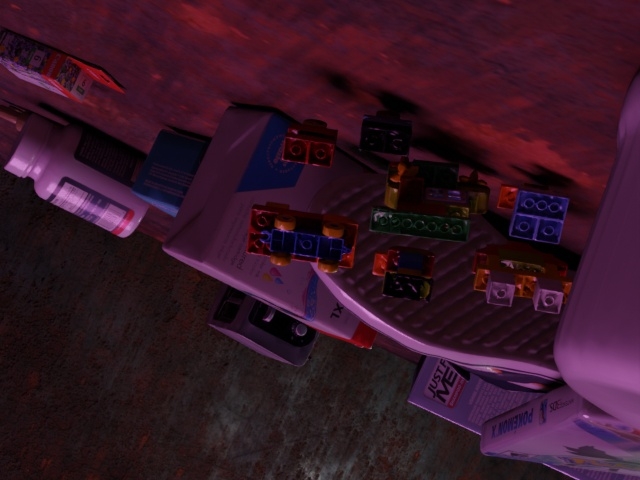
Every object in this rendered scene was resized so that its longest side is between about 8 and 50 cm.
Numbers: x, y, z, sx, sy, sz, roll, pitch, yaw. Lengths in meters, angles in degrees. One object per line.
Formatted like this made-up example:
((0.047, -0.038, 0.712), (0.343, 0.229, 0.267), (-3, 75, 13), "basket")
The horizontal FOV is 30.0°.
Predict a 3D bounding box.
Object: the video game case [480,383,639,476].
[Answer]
((0.327, 0.172, 0.991), (0.328, 0.036, 0.300), (9, 164, -4), "video game case")

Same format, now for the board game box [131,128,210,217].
((0.004, 0.006, 1.265), (0.253, 0.079, 0.336), (19, 171, 42), "board game box")

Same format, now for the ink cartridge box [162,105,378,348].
((0.000, 0.000, 0.998), (0.231, 0.134, 0.078), (29, 172, -34), "ink cartridge box")

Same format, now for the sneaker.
((0.125, 0.050, 0.969), (0.321, 0.126, 0.127), (24, 168, -8), "sneaker")

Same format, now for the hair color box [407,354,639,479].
((0.305, 0.217, 1.517), (0.374, 0.114, 0.185), (25, -174, 5), "hair color box")

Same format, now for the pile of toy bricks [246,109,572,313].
((0.065, -0.028, 0.791), (0.212, 0.118, 0.105), (9, -159, 1), "pile of toy bricks")

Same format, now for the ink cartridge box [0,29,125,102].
((-0.247, -0.157, 1.123), (0.115, 0.029, 0.063), (23, 173, 18), "ink cartridge box")

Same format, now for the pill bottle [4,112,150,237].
((-0.309, -0.089, 1.543), (0.180, 0.108, 0.108), (28, 173, -20), "pill bottle")

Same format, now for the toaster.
((-0.056, 0.067, 1.595), (0.110, 0.168, 0.185), (30, 171, -19), "toaster")

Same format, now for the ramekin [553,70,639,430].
((0.233, 0.043, 0.491), (0.277, 0.135, 0.277), (24, 174, 3), "ramekin")

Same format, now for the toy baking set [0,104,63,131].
((-0.382, -0.142, 1.723), (0.256, 0.030, 0.197), (24, 173, 9), "toy baking set")
